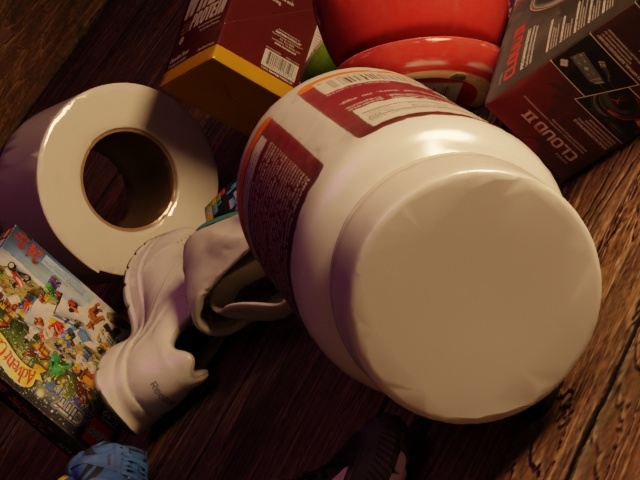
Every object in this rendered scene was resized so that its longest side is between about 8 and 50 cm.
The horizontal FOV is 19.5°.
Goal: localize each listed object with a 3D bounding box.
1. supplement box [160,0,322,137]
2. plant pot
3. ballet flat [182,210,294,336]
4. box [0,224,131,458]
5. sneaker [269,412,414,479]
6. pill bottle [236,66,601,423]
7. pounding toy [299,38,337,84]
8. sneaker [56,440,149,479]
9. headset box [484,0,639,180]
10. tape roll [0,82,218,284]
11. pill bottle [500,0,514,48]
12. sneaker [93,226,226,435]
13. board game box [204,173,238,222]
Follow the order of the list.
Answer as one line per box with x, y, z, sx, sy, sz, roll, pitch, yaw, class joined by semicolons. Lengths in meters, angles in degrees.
-0.060;-0.241;2.258;0.129;0.191;0.194;-21;47;54;supplement box
0.086;-0.209;1.752;0.191;0.191;0.174;-25;64;50;plant pot
0.000;0.000;1.834;0.400;0.139;0.139;-28;26;45;ballet flat
-0.300;0.118;2.070;0.044;0.233;0.159;-24;30;48;box
-0.019;0.215;1.435;0.234;0.106;0.078;-53;20;-16;sneaker
0.071;-0.003;1.490;0.224;0.224;0.392;-47;18;2;pill bottle
0.094;-0.199;2.080;0.237;0.110;0.183;-24;-21;-53;pounding toy
-0.203;0.237;1.872;0.082;0.069;0.209;-49;18;-14;sneaker
0.274;-0.200;1.610;0.293;0.110;0.218;-34;23;37;headset box
-0.274;-0.068;2.376;0.246;0.246;0.169;-55;20;-20;tape roll
0.207;-0.239;1.848;0.193;0.108;0.108;-27;28;49;pill bottle
-0.150;0.088;2.043;0.129;0.111;0.297;-26;33;25;sneaker
-0.069;-0.045;2.178;0.141;0.048;0.170;-46;18;10;board game box
